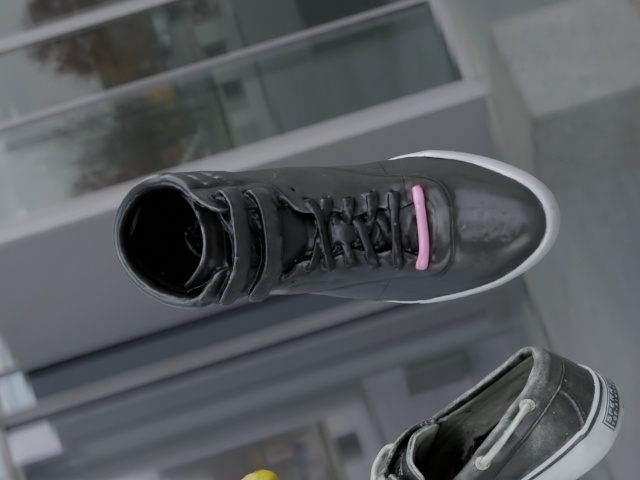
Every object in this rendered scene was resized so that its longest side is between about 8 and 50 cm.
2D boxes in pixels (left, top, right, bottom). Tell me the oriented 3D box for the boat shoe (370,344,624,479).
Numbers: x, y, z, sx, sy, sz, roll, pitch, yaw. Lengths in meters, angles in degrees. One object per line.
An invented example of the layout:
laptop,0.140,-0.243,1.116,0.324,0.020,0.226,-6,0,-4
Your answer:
boat shoe,0.067,0.131,0.927,0.070,0.219,0.078,30,-148,-25

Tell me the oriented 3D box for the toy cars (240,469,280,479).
toy cars,0.028,0.183,0.625,0.087,0.394,0.176,14,93,51

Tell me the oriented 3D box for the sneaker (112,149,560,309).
sneaker,0.000,0.000,1.089,0.147,0.296,0.104,-22,-69,-67
